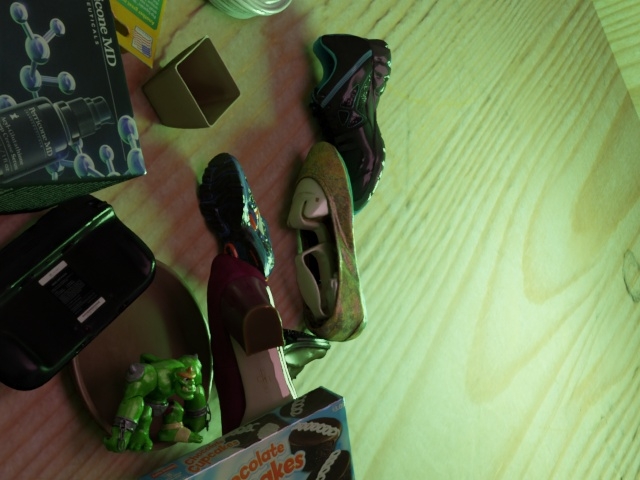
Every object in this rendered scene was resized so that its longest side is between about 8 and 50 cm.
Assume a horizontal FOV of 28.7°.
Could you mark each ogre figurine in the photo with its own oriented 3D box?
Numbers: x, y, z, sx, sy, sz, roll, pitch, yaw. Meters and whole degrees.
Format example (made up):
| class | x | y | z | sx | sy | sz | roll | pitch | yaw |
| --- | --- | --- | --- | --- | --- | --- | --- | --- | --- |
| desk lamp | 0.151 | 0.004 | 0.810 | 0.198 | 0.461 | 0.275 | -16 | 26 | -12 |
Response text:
| class | x | y | z | sx | sy | sz | roll | pitch | yaw |
| --- | --- | --- | --- | --- | --- | --- | --- | --- | --- |
| ogre figurine | -0.216 | 0.218 | 1.690 | 0.197 | 0.096 | 0.118 | 1 | 96 | -38 |

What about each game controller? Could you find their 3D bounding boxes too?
| class | x | y | z | sx | sy | sz | roll | pitch | yaw |
| --- | --- | --- | --- | --- | --- | --- | --- | --- | --- |
| game controller | -0.344 | 0.060 | 1.626 | 0.166 | 0.067 | 0.319 | 50 | 42 | -7 |

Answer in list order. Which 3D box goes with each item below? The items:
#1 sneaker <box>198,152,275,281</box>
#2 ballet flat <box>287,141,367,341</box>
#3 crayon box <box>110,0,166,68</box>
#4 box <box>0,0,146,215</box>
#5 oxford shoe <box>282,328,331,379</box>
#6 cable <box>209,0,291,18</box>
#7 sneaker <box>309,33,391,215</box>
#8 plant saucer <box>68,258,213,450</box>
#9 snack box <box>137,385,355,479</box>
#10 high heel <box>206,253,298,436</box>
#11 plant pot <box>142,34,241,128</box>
| class | x | y | z | sx | sy | sz | roll | pitch | yaw |
| --- | --- | --- | --- | --- | --- | --- | --- | --- | --- |
| sneaker | -0.129 | -0.032 | 1.981 | 0.087 | 0.083 | 0.221 | -36 | 114 | -66 |
| ballet flat | 0.000 | 0.000 | 2.111 | 0.123 | 0.123 | 0.349 | 1 | 78 | -54 |
| crayon box | -0.316 | -0.425 | 1.838 | 0.203 | 0.083 | 0.323 | 35 | 51 | -43 |
| box | -0.438 | -0.184 | 1.482 | 0.395 | 0.212 | 0.294 | -9 | 86 | -55 |
| oxford shoe | -0.063 | 0.192 | 1.997 | 0.227 | 0.082 | 0.096 | -2 | 102 | -55 |
| cable | -0.140 | -0.499 | 2.099 | 0.257 | 0.089 | 0.257 | 10 | 72 | -53 |
| sneaker | 0.039 | -0.210 | 2.252 | 0.139 | 0.125 | 0.341 | 10 | 71 | -23 |
| plant saucer | -0.257 | 0.158 | 1.761 | 0.278 | 0.041 | 0.278 | 23 | 61 | -49 |
| snack box | -0.094 | 0.354 | 1.760 | 0.321 | 0.060 | 0.187 | -23 | 117 | -32 |
| high heel | -0.107 | 0.208 | 1.873 | 0.127 | 0.181 | 0.377 | -7 | 119 | -21 |
| plant pot | -0.205 | -0.232 | 1.913 | 0.109 | 0.096 | 0.109 | 60 | 39 | -22 |
